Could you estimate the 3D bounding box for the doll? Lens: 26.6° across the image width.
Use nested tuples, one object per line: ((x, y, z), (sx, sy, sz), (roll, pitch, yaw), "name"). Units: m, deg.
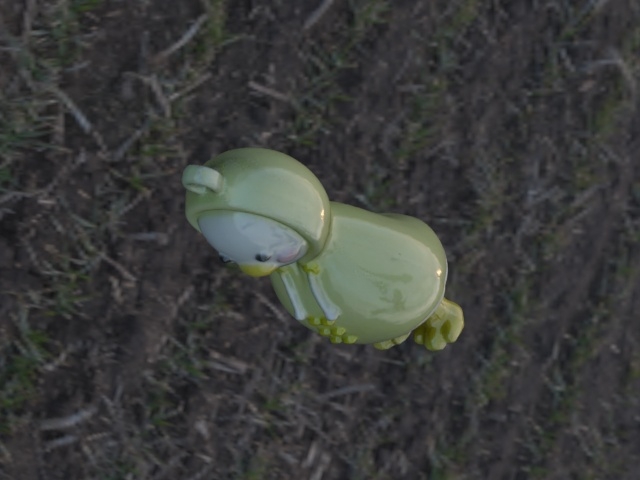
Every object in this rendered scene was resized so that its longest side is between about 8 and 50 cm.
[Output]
((-0.003, 0.012, 1.023), (0.296, 0.141, 0.117), (22, 77, -47), "doll")
